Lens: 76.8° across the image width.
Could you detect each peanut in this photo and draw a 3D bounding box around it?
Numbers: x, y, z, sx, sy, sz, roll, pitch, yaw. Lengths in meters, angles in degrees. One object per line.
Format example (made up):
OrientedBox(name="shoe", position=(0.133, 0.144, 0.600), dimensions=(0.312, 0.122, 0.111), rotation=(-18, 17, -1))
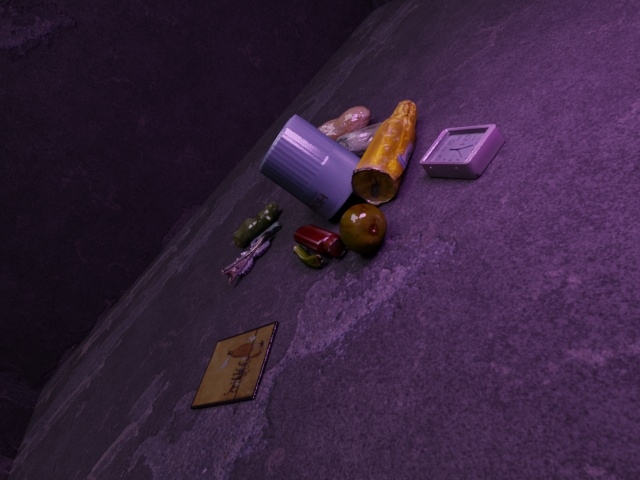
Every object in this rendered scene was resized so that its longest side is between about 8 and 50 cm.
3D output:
OrientedBox(name="peanut", position=(0.098, -0.511, 1.864), dimensions=(0.313, 0.149, 0.149), rotation=(-25, 35, 38))

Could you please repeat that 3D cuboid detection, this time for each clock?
OrientedBox(name="clock", position=(0.396, -0.251, 1.150), dimensions=(0.150, 0.063, 0.197), rotation=(-51, 27, -9))

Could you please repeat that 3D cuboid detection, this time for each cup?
OrientedBox(name="cup", position=(-0.036, -0.273, 1.491), dimensions=(0.257, 0.311, 0.331), rotation=(-55, 11, 7))

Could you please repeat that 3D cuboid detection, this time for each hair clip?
OrientedBox(name="hair clip", position=(-0.314, 0.065, 1.759), dimensions=(0.292, 0.085, 0.106), rotation=(-47, 32, -10))

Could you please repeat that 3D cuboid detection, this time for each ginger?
OrientedBox(name="ginger", position=(-0.315, -0.075, 1.937), dimensions=(0.289, 0.089, 0.137), rotation=(-36, 21, 25))

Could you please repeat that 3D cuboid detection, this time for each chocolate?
OrientedBox(name="chocolate", position=(0.243, -0.333, 1.381), dimensions=(0.162, 0.162, 0.446), rotation=(-15, 40, 47))

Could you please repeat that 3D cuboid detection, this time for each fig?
OrientedBox(name="fig", position=(0.112, -0.046, 1.206), dimensions=(0.147, 0.142, 0.186), rotation=(-30, 32, -27))

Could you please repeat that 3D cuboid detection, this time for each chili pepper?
OrientedBox(name="chili pepper", position=(-0.044, 0.059, 1.394), dimensions=(0.050, 0.052, 0.201), rotation=(-51, 27, -7))

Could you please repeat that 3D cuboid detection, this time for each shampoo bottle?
OrientedBox(name="shampoo bottle", position=(0.000, 0.000, 1.381), dimensions=(0.101, 0.065, 0.260), rotation=(-21, 20, -20))

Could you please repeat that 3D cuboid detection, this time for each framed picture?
OrientedBox(name="framed picture", position=(-0.282, 0.409, 1.318), dimensions=(0.338, 0.014, 0.256), rotation=(-25, 34, 37))

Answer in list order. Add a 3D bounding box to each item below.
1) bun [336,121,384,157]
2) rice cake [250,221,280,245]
OrientedBox(name="bun", position=(0.175, -0.379, 1.560), dimensions=(0.220, 0.109, 0.221), rotation=(-19, 11, 4))
OrientedBox(name="rice cake", position=(-0.248, -0.022, 1.827), dimensions=(0.180, 0.030, 0.042), rotation=(-36, 36, 25))
